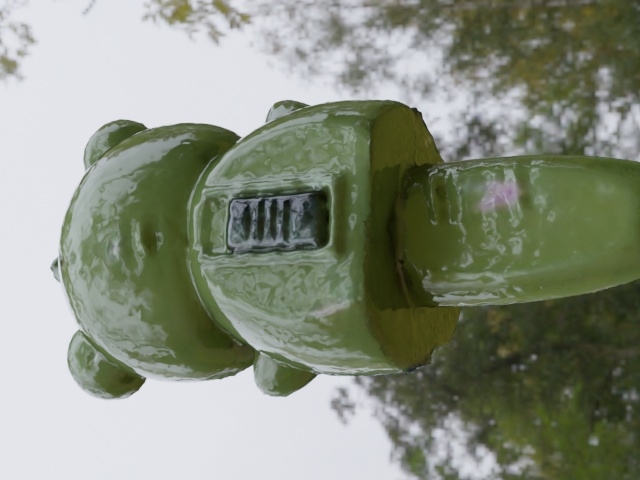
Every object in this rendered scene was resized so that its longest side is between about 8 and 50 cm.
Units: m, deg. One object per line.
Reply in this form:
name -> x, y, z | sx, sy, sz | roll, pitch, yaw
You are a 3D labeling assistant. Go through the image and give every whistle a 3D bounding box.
whistle -> 0.000, 0.000, 0.404 | 0.085, 0.227, 0.105 | 23, -115, -62
